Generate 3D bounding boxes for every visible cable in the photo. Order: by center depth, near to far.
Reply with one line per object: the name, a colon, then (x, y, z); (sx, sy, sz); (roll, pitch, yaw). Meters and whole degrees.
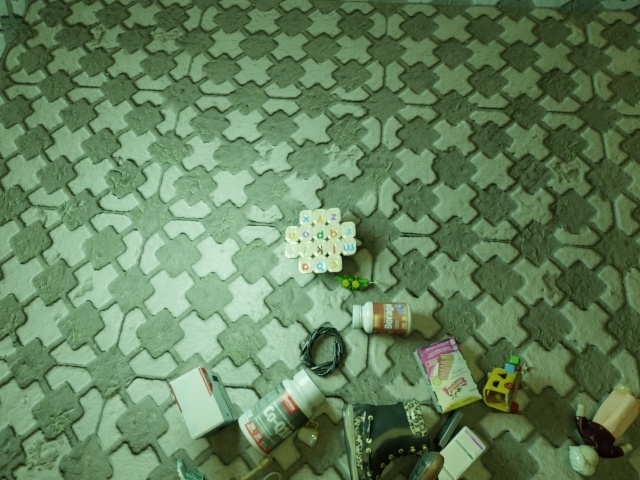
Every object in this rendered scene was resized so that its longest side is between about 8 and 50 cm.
cable: (0.016, 0.418, 1.589); (0.151, 0.047, 0.184); (32, 73, 13)

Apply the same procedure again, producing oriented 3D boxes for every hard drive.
hard drive: (0.446, 0.658, 1.457); (0.022, 0.094, 0.135); (35, 75, 14)

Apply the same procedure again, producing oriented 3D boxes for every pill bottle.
pill bottle: (-0.130, 0.598, 1.465); (0.283, 0.161, 0.161); (-38, 73, -11)
pill bottle: (0.232, 0.295, 1.586); (0.216, 0.121, 0.121); (1, 70, 3)

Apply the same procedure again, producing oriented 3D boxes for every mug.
mug: (-0.044, 0.693, 1.491); (0.064, 0.078, 0.062); (16, 103, 17)

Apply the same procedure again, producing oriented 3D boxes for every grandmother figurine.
grandmother figurine: (0.976, 0.657, 1.437); (0.342, 0.104, 0.208); (-43, 65, -15)

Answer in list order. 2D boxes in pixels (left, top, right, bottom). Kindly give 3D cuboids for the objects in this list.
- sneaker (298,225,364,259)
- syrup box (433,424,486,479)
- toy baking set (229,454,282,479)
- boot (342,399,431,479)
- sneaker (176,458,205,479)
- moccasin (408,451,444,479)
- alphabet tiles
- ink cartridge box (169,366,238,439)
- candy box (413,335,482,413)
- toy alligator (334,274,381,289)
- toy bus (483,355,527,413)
sneaker: (0.035, 0.032, 1.711); (0.270, 0.090, 0.144); (11, 71, 10)
syrup box: (0.442, 0.752, 1.422); (0.237, 0.093, 0.096); (-39, 72, -12)
toy baking set: (-0.228, 0.887, 1.436); (0.197, 0.030, 0.256); (-5, 70, -3)
boot: (0.235, 0.738, 1.419); (0.284, 0.138, 0.377); (-9, 64, -1)
sneaker: (-0.443, 0.833, 1.453); (0.076, 0.065, 0.166); (-27, 73, -25)
moccasin: (0.327, 0.835, 1.294); (0.147, 0.139, 0.379); (16, 98, 21)
alphabet tiles: (0.000, 0.000, 1.668); (0.284, 0.021, 0.277); (-4, 66, 6)
ink cartridge box: (-0.393, 0.560, 1.434); (0.114, 0.273, 0.197); (-27, 71, -12)
candy box: (0.464, 0.492, 1.531); (0.159, 0.071, 0.233); (-19, 71, -5)
toy alligator: (0.148, 0.176, 1.675); (0.190, 0.056, 0.051); (7, 112, 3)
toy bus: (0.656, 0.510, 1.496); (0.104, 0.202, 0.190); (6, 73, 38)
